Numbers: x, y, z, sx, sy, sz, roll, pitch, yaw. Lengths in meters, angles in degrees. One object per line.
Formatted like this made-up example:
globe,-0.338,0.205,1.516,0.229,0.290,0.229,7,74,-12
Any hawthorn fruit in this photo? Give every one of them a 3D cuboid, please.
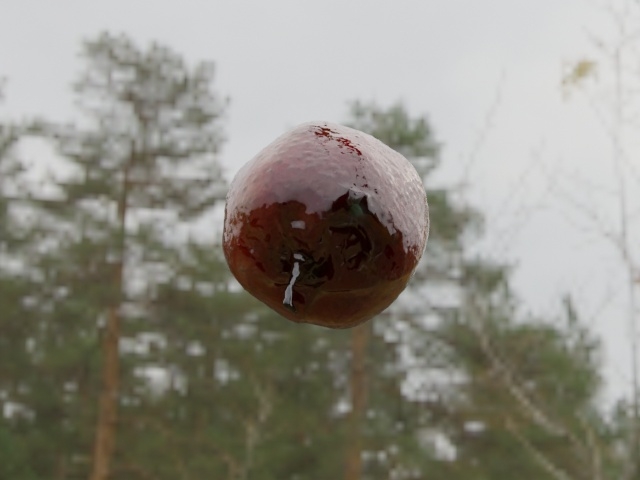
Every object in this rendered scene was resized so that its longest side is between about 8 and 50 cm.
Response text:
hawthorn fruit,0.000,0.000,1.421,0.157,0.157,0.194,-4,24,15
